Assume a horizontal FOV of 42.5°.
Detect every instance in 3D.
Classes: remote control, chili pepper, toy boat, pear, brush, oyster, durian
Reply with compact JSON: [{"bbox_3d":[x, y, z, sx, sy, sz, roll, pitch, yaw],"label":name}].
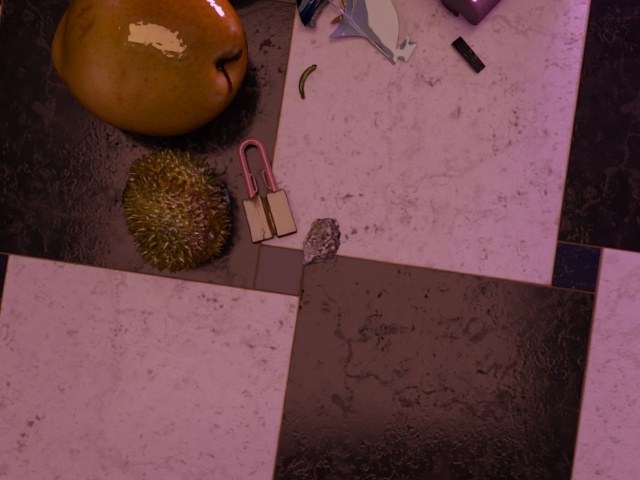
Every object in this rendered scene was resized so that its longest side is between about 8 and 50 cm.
[{"bbox_3d":[0.333,-0.417,1.856,0.034,0.016,0.091,-40,89,-17],"label":"remote control"},{"bbox_3d":[-0.032,-0.361,1.852,0.030,0.017,0.083,26,88,-1],"label":"chili pepper"},{"bbox_3d":[0.095,-0.508,1.837,0.291,0.067,0.220,42,88,-2],"label":"toy boat"},{"bbox_3d":[-0.347,-0.393,1.690,0.419,0.362,0.362,13,88,29],"label":"pear"},{"bbox_3d":[-0.131,-0.116,1.831,0.103,0.047,0.233,-16,87,-1],"label":"brush"},{"bbox_3d":[-0.001,0.000,1.831,0.098,0.037,0.100,-10,88,-1],"label":"oyster"},{"bbox_3d":[-0.300,-0.061,1.731,0.225,0.291,0.291,-11,88,-12],"label":"durian"}]

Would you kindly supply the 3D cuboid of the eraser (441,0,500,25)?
[{"bbox_3d":[0.364,-0.691,1.797,0.272,0.122,0.359,44,88,9],"label":"eraser"}]
